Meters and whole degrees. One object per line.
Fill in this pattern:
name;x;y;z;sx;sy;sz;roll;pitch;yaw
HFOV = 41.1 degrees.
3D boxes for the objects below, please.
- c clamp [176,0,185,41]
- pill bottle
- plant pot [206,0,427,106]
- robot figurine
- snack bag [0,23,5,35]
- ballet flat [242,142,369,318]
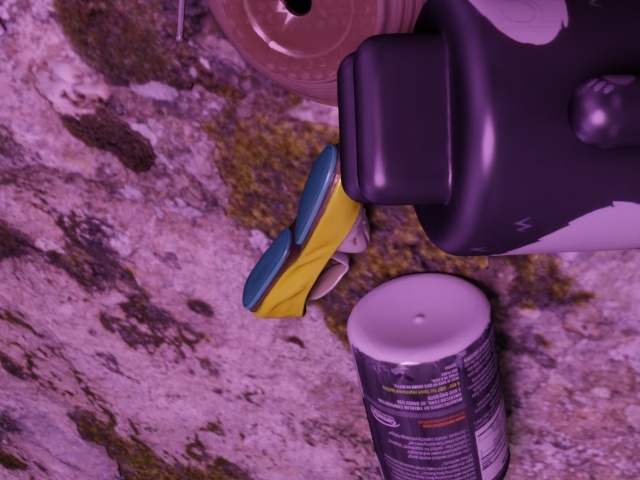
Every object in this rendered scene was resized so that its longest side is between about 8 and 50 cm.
c clamp;-0.162;-0.253;0.678;0.160;0.022;0.137;34;132;13
pill bottle;0.108;0.163;0.804;0.130;0.130;0.246;2;124;23
plant pot;0.004;-0.189;0.608;0.237;0.110;0.237;12;127;16
robot figurine;0.153;-0.074;0.541;0.278;0.209;0.174;-3;133;-9
snack bag;-0.501;-0.289;0.759;0.342;0.037;0.323;-1;139;25
ballet flat;0.000;0.000;0.782;0.077;0.077;0.231;18;136;-16
